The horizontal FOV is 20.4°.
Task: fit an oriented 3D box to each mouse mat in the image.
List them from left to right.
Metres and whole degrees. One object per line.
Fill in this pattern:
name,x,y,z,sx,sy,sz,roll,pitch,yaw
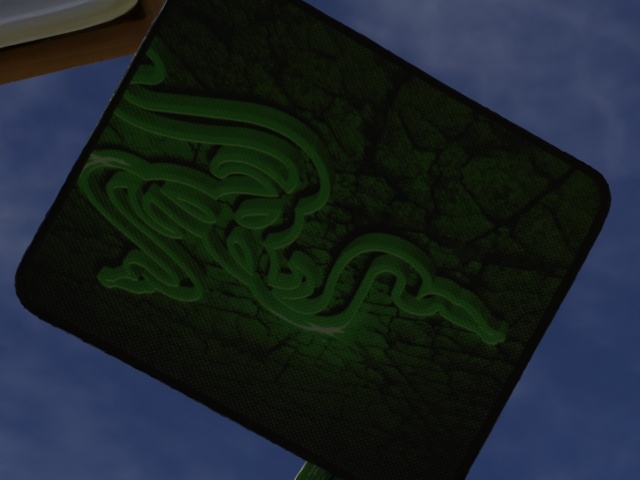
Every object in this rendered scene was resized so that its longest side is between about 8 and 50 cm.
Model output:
mouse mat,0.000,0.000,0.672,0.189,0.007,0.153,29,-92,-7

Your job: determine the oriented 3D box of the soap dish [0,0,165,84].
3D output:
soap dish,-0.210,-0.212,0.913,0.229,0.291,0.118,-13,-3,1

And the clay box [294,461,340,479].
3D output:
clay box,0.022,0.223,0.989,0.053,0.127,0.222,11,-39,31
